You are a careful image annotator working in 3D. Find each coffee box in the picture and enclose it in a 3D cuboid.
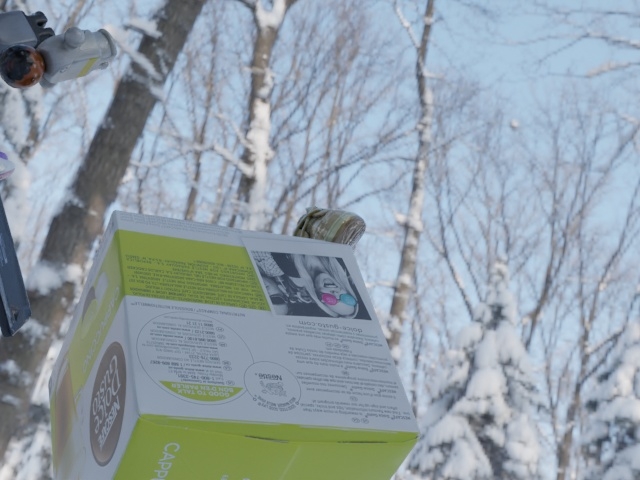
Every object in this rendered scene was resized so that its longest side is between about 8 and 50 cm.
[{"bbox_3d":[-0.133,0.211,1.173,0.338,0.334,0.337,10,-52,-25],"label":"coffee box"}]

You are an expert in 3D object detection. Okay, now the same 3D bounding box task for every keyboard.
[{"bbox_3d":[-0.608,0.028,1.693,0.033,0.317,0.201,-10,14,5],"label":"keyboard"}]

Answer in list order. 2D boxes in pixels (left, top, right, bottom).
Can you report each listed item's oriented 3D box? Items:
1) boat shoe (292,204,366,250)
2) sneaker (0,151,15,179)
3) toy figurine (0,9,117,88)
[{"bbox_3d":[0.000,0.000,1.430,0.098,0.109,0.302,37,-7,6],"label":"boat shoe"},{"bbox_3d":[-0.562,-0.111,1.309,0.236,0.104,0.095,-17,6,-11],"label":"sneaker"},{"bbox_3d":[-0.342,-0.277,1.036,0.213,0.148,0.209,26,-56,35],"label":"toy figurine"}]
